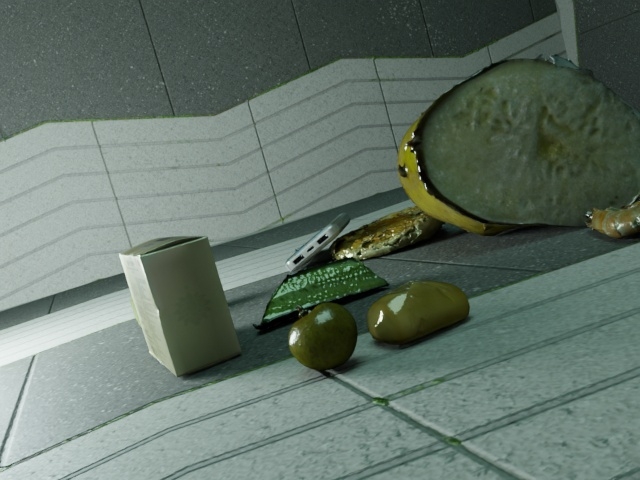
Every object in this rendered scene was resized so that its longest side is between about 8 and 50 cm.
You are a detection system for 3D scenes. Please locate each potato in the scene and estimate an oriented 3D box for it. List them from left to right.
[{"bbox_3d":[0.338,-0.148,1.152,0.397,0.289,0.296,-4,-5,4],"label":"potato"}]

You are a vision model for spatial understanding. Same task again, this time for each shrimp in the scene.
[{"bbox_3d":[0.433,-0.040,0.897,0.099,0.041,0.180,-36,2,-1],"label":"shrimp"}]

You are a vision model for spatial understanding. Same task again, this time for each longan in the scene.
[{"bbox_3d":[0.000,0.097,0.666,0.075,0.083,0.075,-29,-27,-17],"label":"longan"}]

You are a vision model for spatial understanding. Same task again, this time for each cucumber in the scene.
[{"bbox_3d":[-0.009,0.076,0.953,0.220,0.070,0.046,-16,-23,-20],"label":"cucumber"}]

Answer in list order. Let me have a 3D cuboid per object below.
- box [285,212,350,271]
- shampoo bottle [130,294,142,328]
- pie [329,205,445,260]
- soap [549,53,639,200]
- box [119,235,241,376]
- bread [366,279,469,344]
[{"bbox_3d":[0.000,0.000,1.450,0.142,0.044,0.285,-39,1,11],"label":"box"},{"bbox_3d":[-0.272,0.109,1.196,0.162,0.079,0.079,-18,7,-27],"label":"shampoo bottle"},{"bbox_3d":[0.145,-0.014,1.368,0.274,0.055,0.274,-20,9,3],"label":"pie"},{"bbox_3d":[0.532,-0.219,1.157,0.159,0.302,0.258,-16,9,-34],"label":"soap"},{"bbox_3d":[-0.204,0.081,0.881,0.095,0.168,0.212,-20,8,-23],"label":"box"},{"bbox_3d":[0.106,0.074,0.706,0.115,0.056,0.082,-18,8,-20],"label":"bread"}]
